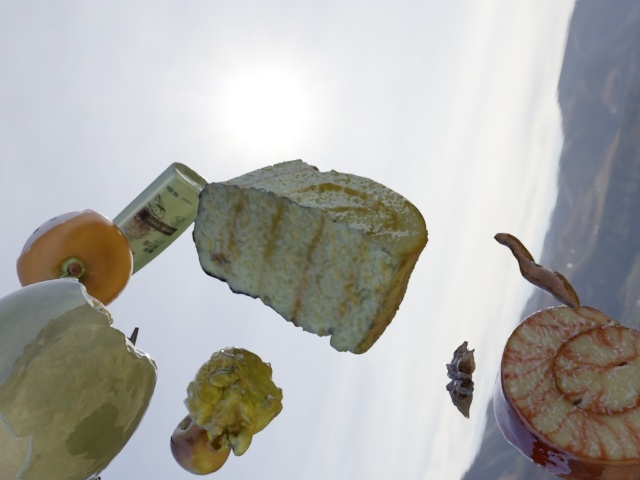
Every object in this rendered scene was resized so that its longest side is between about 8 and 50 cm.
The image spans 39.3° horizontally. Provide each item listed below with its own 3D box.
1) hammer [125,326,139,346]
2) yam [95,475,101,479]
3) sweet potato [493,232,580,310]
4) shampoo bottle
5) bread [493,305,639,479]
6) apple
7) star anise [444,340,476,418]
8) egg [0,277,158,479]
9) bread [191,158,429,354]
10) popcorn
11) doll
[{"bbox_3d":[-0.470,0.196,1.967,0.013,0.199,0.062,26,-99,-52],"label":"hammer"},{"bbox_3d":[-0.561,0.398,1.875,0.348,0.241,0.240,-110,18,-56],"label":"yam"},{"bbox_3d":[0.315,0.047,1.301,0.044,0.179,0.044,-20,-46,-22],"label":"sweet potato"},{"bbox_3d":[-0.386,-0.015,1.942,0.134,0.359,0.078,34,-155,-38],"label":"shampoo bottle"},{"bbox_3d":[0.447,0.261,1.484,0.295,0.328,0.114,-37,-35,-27],"label":"bread"},{"bbox_3d":[-0.304,0.521,2.309,0.147,0.146,0.163,48,-147,-19],"label":"apple"},{"bbox_3d":[0.356,0.350,2.277,0.182,0.065,0.195,-97,18,-59],"label":"star anise"},{"bbox_3d":[-0.399,0.223,1.237,0.336,0.278,0.278,-47,-27,-18],"label":"egg"},{"bbox_3d":[-0.005,-0.005,1.639,0.264,0.395,0.239,-41,-27,-55],"label":"bread"},{"bbox_3d":[-0.213,0.385,2.141,0.192,0.233,0.266,-40,38,49],"label":"popcorn"},{"bbox_3d":[-0.453,0.051,1.664,0.236,0.214,0.213,-148,68,-74],"label":"doll"}]
